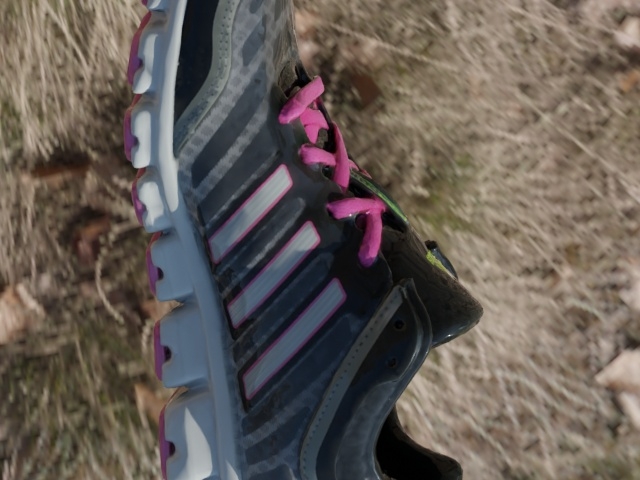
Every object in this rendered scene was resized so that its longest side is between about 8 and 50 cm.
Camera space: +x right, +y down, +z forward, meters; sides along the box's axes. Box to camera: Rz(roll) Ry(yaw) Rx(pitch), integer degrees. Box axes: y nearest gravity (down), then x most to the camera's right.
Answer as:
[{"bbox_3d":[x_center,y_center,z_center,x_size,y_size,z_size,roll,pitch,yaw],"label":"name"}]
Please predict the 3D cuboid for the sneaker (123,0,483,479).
[{"bbox_3d":[0.000,0.000,0.442,0.075,0.063,0.170,-2,102,11],"label":"sneaker"}]
